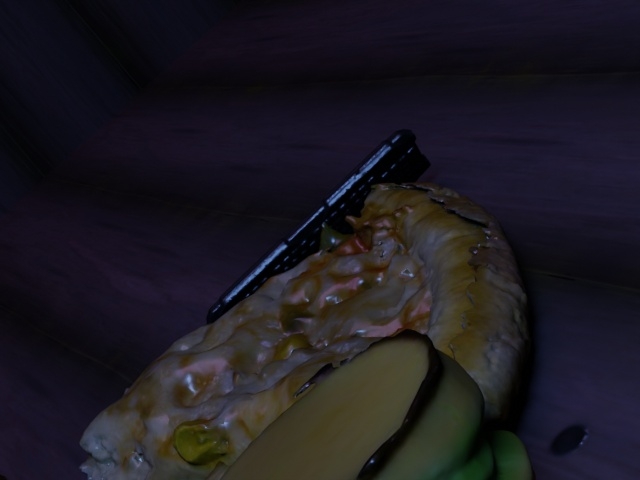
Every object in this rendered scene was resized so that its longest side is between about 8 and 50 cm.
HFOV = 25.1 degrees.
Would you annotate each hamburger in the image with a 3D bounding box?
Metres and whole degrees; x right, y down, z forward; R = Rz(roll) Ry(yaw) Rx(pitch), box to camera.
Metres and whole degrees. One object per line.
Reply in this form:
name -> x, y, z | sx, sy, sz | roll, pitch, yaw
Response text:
hamburger -> 0.029, 0.177, 0.839 | 0.237, 0.149, 0.237 | -38, 11, 9

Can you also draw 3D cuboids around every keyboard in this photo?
keyboard -> 0.000, 0.000, 1.361 | 0.262, 0.106, 0.016 | -44, 63, -2

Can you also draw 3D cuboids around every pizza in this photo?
pizza -> 0.022, 0.059, 1.179 | 0.435, 0.080, 0.392 | -13, 25, 37

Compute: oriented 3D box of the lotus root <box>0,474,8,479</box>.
lotus root -> -0.436, 0.357, 1.341 | 0.390, 0.111, 0.375 | -36, 21, -1
